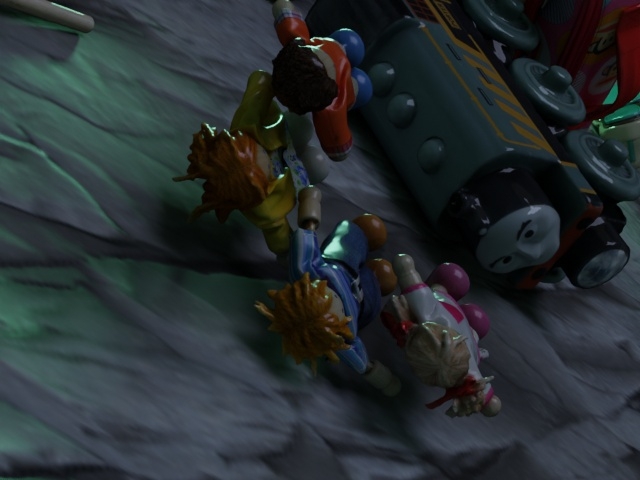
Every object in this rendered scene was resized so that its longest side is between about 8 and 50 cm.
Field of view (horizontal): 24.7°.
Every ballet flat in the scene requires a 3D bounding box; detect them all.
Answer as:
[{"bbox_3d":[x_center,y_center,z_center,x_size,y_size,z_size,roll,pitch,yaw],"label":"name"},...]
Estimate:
[{"bbox_3d":[0.394,-0.143,1.876,0.086,0.086,0.248,44,22,-3],"label":"ballet flat"}]

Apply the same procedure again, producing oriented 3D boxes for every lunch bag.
[{"bbox_3d":[0.204,-0.216,1.351,0.120,0.293,0.258,-21,62,-24],"label":"lunch bag"}]

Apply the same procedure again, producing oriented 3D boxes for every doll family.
[{"bbox_3d":[0.000,0.000,0.828,0.263,0.118,0.163,63,14,-3],"label":"doll family"}]

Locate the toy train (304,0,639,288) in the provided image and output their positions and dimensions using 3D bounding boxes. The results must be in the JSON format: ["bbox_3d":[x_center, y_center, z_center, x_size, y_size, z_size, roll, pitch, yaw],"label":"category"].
[{"bbox_3d":[0.119,-0.097,1.183,0.190,0.142,0.334,7,43,-41],"label":"toy train"}]

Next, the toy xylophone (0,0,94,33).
[{"bbox_3d":[-0.223,-0.240,0.860,0.236,0.081,0.323,52,22,17],"label":"toy xylophone"}]
